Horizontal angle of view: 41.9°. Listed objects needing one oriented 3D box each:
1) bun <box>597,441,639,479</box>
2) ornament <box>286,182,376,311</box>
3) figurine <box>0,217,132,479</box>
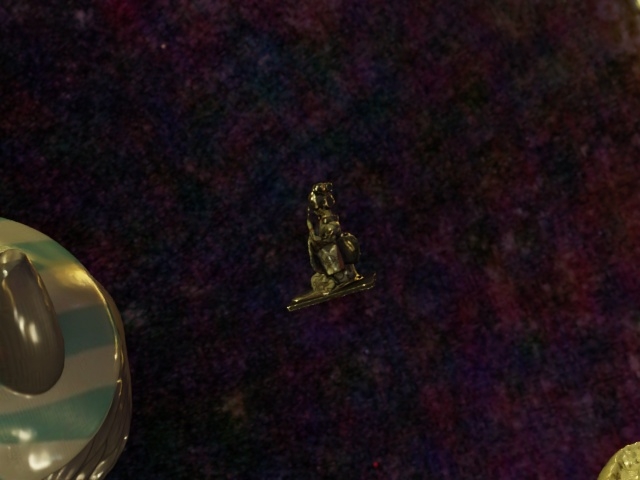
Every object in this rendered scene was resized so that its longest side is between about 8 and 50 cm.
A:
[{"bbox_3d":[0.514,0.418,1.069,0.364,0.202,0.364,43,33,-38],"label":"bun"},{"bbox_3d":[0.000,0.000,1.463,0.166,0.153,0.196,-41,116,-84],"label":"ornament"},{"bbox_3d":[-0.310,0.073,0.564,0.361,0.378,0.266,-14,48,-27],"label":"figurine"}]
